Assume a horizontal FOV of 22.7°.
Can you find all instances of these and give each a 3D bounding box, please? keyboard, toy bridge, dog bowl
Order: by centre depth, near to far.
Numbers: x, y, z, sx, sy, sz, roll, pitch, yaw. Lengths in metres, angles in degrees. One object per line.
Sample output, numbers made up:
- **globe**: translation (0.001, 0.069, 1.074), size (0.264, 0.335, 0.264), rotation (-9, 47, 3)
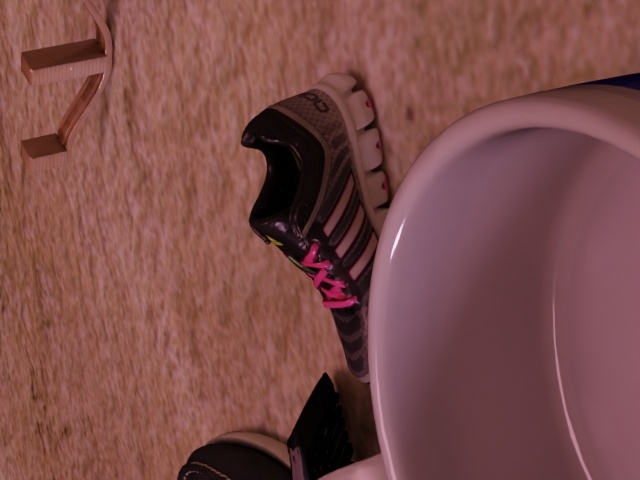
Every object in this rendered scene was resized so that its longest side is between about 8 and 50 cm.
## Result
- **dog bowl**: translation (0.131, 0.069, 0.588), size (0.265, 0.104, 0.264), rotation (32, 129, 51)
- **keyboard**: translation (0.014, 0.131, 0.867), size (0.192, 0.038, 0.100), rotation (-42, -55, -82)
- **toy bridge**: translation (-0.183, -0.128, 1.148), size (0.026, 0.063, 0.188), rotation (53, 147, 37)

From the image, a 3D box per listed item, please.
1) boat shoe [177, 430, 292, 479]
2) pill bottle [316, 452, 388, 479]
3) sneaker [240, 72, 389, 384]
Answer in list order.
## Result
- **boat shoe**: translation (-0.028, 0.229, 0.975), size (0.340, 0.113, 0.127), rotation (42, 139, 48)
- **pill bottle**: translation (0.079, 0.205, 0.737), size (0.131, 0.131, 0.229), rotation (-38, 68, 61)
- **sneaker**: translation (0.000, 0.000, 0.848), size (0.063, 0.075, 0.170), rotation (-3, 100, 63)
